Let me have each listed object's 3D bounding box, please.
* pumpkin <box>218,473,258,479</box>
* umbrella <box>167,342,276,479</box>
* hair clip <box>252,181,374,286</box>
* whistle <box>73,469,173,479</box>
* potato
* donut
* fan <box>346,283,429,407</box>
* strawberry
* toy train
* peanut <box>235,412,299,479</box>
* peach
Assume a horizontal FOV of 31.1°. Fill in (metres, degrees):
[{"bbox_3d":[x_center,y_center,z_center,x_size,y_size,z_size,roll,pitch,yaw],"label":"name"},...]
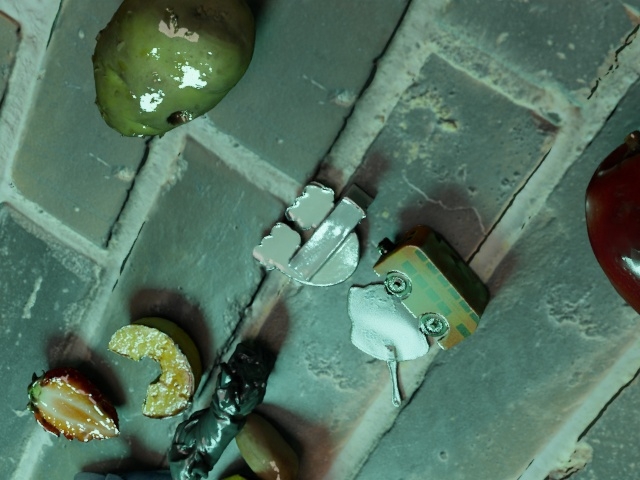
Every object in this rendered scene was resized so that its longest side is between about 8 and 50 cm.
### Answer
[{"bbox_3d":[-0.105,0.492,1.998,0.169,0.148,0.312,11,150,-28],"label":"pumpkin"},{"bbox_3d":[-0.184,0.313,1.896,0.094,0.143,0.349,37,126,9],"label":"umbrella"},{"bbox_3d":[0.000,0.000,1.700,0.140,0.054,0.220,37,129,-4],"label":"hair clip"},{"bbox_3d":[-0.352,0.468,2.100,0.269,0.093,0.180,-12,137,31],"label":"whistle"},{"bbox_3d":[-0.212,-0.254,1.598,0.191,0.141,0.296,35,127,-17],"label":"potato"},{"bbox_3d":[-0.263,0.206,1.924,0.146,0.078,0.181,-19,102,31],"label":"donut"},{"bbox_3d":[0.107,0.163,1.767,0.132,0.009,0.220,3,118,26],"label":"fan"},{"bbox_3d":[-0.431,0.287,2.043,0.187,0.082,0.146,28,131,0],"label":"strawberry"},{"bbox_3d":[0.159,0.064,1.648,0.099,0.072,0.188,-36,99,36],"label":"toy train"},{"bbox_3d":[-0.092,0.351,1.924,0.152,0.076,0.076,50,128,18],"label":"peanut"},{"bbox_3d":[0.470,-0.007,1.392,0.361,0.201,0.258,41,88,-17],"label":"peach"}]
